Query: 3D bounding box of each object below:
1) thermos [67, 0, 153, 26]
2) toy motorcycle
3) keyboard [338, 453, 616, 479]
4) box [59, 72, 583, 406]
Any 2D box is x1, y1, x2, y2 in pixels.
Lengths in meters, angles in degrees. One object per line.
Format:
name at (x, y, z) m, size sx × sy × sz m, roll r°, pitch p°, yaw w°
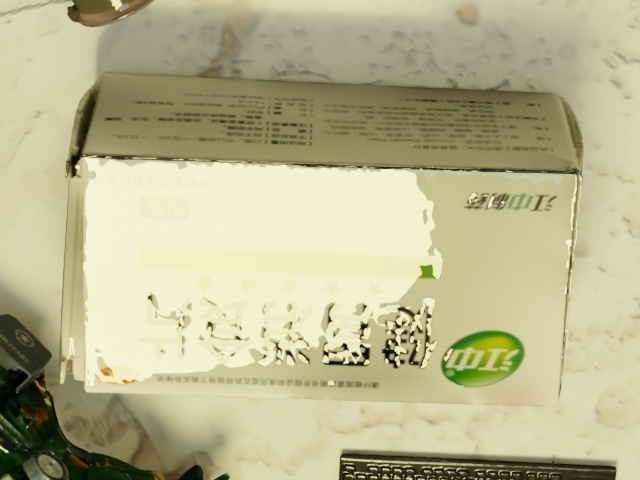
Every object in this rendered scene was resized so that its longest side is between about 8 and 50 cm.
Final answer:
thermos at (-0.172, -0.220, 1.208) m, size 0.137 × 0.105 × 0.193 m, roll -7°, pitch 126°, yaw 33°
toy motorcycle at (-0.171, 0.165, 1.358) m, size 0.275 × 0.187 × 0.125 m, roll 46°, pitch 111°, yaw 1°
keyboard at (0.114, 0.187, 1.438) m, size 0.202 × 0.011 × 0.067 m, roll 3°, pitch 117°, yaw 0°
box at (-0.003, 0.000, 1.276) m, size 0.332 × 0.145 × 0.173 m, roll 2°, pitch 114°, yaw -1°
